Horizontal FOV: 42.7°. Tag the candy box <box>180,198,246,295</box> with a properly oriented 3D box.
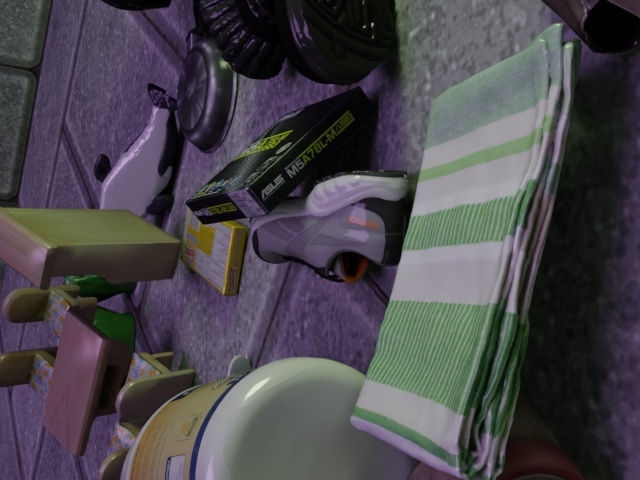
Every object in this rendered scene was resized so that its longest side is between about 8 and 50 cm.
[{"bbox_3d":[-0.170,0.006,1.275,0.206,0.027,0.105,28,113,59],"label":"candy box"}]

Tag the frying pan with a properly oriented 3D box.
[{"bbox_3d":[-0.189,-0.306,1.346,0.197,0.053,0.326,-7,82,59],"label":"frying pan"}]

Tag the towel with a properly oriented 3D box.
[{"bbox_3d":[0.107,0.012,0.665,0.248,0.038,0.325,165,120,-74],"label":"towel"}]

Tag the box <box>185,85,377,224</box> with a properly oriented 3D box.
[{"bbox_3d":[-0.050,-0.094,0.950,0.184,0.045,0.190,-47,19,-22],"label":"box"}]

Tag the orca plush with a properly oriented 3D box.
[{"bbox_3d":[-0.327,-0.148,1.509,0.102,0.151,0.287,-74,-4,-72],"label":"orca plush"}]

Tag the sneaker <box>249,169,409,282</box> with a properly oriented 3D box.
[{"bbox_3d":[0.000,0.000,0.907,0.271,0.100,0.108,-19,74,58],"label":"sneaker"}]

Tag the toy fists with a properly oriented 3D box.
[{"bbox_3d":[-0.450,0.123,1.635,0.096,0.142,0.279,-14,73,59],"label":"toy fists"}]

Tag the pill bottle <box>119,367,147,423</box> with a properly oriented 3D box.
[{"bbox_3d":[-0.341,0.278,1.493,0.067,0.067,0.120,-31,59,55],"label":"pill bottle"}]

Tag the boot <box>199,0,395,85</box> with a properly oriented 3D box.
[{"bbox_3d":[-0.042,-0.266,0.981,0.260,0.131,0.348,-39,41,43],"label":"boot"}]

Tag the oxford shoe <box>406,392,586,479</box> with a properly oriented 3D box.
[{"bbox_3d":[0.106,0.273,0.683,0.130,0.123,0.348,-99,31,-61],"label":"oxford shoe"}]

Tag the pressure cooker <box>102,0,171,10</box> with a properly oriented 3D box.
[{"bbox_3d":[-0.305,-0.585,1.280,0.370,0.375,0.420,-80,16,-50],"label":"pressure cooker"}]

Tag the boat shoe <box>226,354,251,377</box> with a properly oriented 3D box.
[{"bbox_3d":[-0.119,0.210,1.146,0.035,0.035,0.100,0,92,58],"label":"boat shoe"}]

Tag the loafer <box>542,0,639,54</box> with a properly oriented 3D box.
[{"bbox_3d":[0.196,-0.184,0.589,0.251,0.094,0.087,38,114,56],"label":"loafer"}]

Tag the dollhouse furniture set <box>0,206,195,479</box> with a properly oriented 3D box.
[{"bbox_3d":[-0.413,0.159,1.335,0.362,0.256,0.394,27,108,36],"label":"dollhouse furniture set"}]

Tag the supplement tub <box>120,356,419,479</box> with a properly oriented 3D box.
[{"bbox_3d":[-0.071,0.253,0.854,0.316,0.228,0.228,-28,62,56],"label":"supplement tub"}]
